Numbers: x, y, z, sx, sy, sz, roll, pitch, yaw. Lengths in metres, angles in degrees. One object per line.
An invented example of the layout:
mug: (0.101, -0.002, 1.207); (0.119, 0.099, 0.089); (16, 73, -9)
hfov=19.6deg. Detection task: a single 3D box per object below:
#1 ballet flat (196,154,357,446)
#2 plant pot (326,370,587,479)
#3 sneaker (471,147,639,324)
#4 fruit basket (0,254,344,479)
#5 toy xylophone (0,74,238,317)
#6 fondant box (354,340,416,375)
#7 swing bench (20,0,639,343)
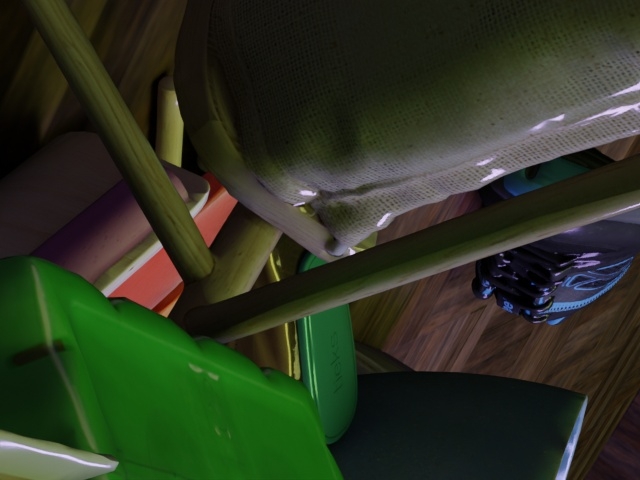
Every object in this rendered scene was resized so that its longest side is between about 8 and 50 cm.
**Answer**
ballet flat: (-0.025, -0.012, 0.830); (0.080, 0.073, 0.232); (-30, 127, -54)
plant pot: (0.002, 0.188, 0.956); (0.290, 0.195, 0.290); (18, 90, -79)
sneaker: (0.171, 0.001, 1.316); (0.140, 0.125, 0.341); (-56, 162, 6)
fruit basket: (-0.157, 0.151, 0.495); (0.353, 0.165, 0.327); (-32, 159, 9)
toy xylophone: (-0.106, 0.068, 0.751); (0.236, 0.081, 0.323); (-47, 161, -29)
fondant box: (-0.037, 0.222, 1.200); (0.330, 0.096, 0.238); (-56, 163, 1)
swing bench: (0.065, -0.108, 0.556); (0.253, 0.165, 0.254); (-19, -166, 45)
